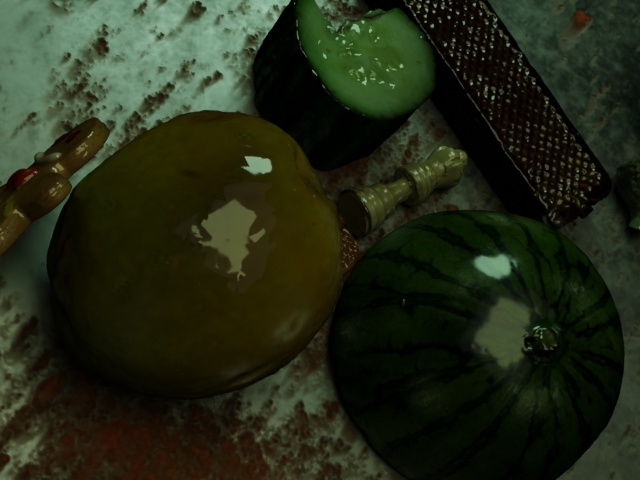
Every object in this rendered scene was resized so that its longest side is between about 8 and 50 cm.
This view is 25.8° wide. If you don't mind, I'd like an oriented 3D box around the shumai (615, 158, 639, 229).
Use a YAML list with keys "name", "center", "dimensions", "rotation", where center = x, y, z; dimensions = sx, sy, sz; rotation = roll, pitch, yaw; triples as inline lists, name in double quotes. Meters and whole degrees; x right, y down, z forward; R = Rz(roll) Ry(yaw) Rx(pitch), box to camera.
- name: "shumai"
  center: [0.391, -0.049, 1.675]
  dimensions: [0.083, 0.082, 0.080]
  rotation: [12, 65, 9]

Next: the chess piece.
- name: "chess piece"
  center: [0.101, -0.061, 1.574]
  dimensions: [0.172, 0.060, 0.060]
  rotation: [-27, 81, -30]

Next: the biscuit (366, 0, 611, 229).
- name: "biscuit"
  center: [0.194, -0.181, 1.647]
  dimensions: [0.107, 0.073, 0.388]
  rotation: [-30, 82, -27]

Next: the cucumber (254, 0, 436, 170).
- name: "cucumber"
  center: [0.031, -0.179, 1.554]
  dimensions: [0.191, 0.130, 0.191]
  rotation: [10, 66, -23]

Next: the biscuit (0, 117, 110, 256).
- name: "biscuit"
  center: [-0.298, -0.034, 1.343]
  dimensions: [0.250, 0.165, 0.036]
  rotation: [-49, 113, -22]

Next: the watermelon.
- name: "watermelon"
  center: [0.190, 0.095, 1.479]
  dimensions: [0.331, 0.189, 0.330]
  rotation: [11, 64, -23]

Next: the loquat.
- name: "loquat"
  center: [-0.120, 0.014, 1.346]
  dimensions: [0.284, 0.276, 0.276]
  rotation: [-11, 74, -22]

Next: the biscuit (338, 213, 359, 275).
- name: "biscuit"
  center: [0.000, 0.000, 1.531]
  dimensions: [0.091, 0.015, 0.078]
  rotation: [39, 59, -4]
